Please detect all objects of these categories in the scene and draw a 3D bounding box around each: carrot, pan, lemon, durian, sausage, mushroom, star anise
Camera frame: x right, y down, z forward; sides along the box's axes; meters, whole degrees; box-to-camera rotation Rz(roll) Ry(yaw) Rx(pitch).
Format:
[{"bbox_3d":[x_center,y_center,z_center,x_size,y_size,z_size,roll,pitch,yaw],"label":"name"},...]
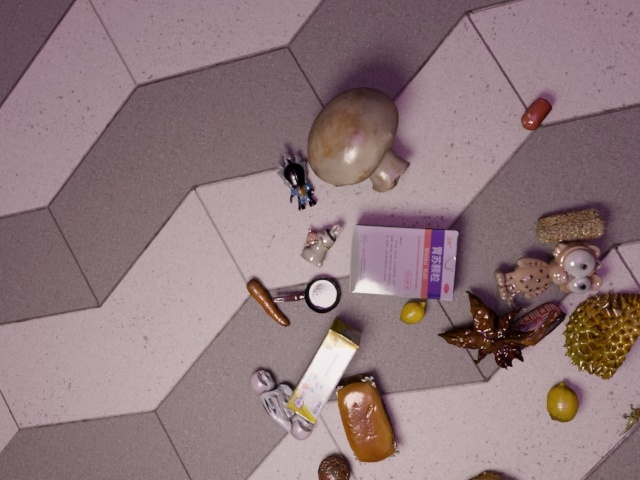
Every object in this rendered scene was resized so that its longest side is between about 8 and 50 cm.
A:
[{"bbox_3d":[-0.166,0.201,1.393,0.047,0.047,0.191,-41,85,7],"label":"carrot"},{"bbox_3d":[-0.043,0.176,1.372,0.212,0.040,0.114,-7,90,2],"label":"pan"},{"bbox_3d":[0.276,0.213,1.309,0.092,0.065,0.065,-40,84,10],"label":"lemon"},{"bbox_3d":[0.774,0.246,1.209,0.187,0.154,0.260,14,85,34],"label":"durian"},{"bbox_3d":[0.678,0.453,1.235,0.082,0.082,0.110,12,87,9],"label":"lemon"},{"bbox_3d":[0.610,-0.358,1.253,0.054,0.059,0.094,38,95,7],"label":"sausage"},{"bbox_3d":[0.117,-0.272,1.262,0.290,0.297,0.297,32,96,-29],"label":"mushroom"},{"bbox_3d":[0.493,0.240,1.203,0.346,0.148,0.237,-23,77,48],"label":"star anise"}]

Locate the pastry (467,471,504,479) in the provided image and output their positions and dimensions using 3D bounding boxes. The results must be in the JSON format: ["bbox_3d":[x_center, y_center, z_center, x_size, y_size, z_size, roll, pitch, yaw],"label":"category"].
[{"bbox_3d":[0.472,0.825,1.233,0.255,0.162,0.310,34,94,10],"label":"pastry"}]

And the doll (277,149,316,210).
[{"bbox_3d":[-0.076,-0.190,1.364,0.096,0.070,0.195,-23,94,-7],"label":"doll"}]

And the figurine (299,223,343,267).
[{"bbox_3d":[-0.005,-0.001,1.345,0.098,0.081,0.146,29,95,8],"label":"figurine"}]

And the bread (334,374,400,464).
[{"bbox_3d":[0.133,0.531,1.315,0.136,0.107,0.241,-19,88,6],"label":"bread"}]

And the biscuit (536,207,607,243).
[{"bbox_3d":[0.696,-0.037,1.233,0.169,0.082,0.070,-10,132,11],"label":"biscuit"}]

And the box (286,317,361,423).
[{"bbox_3d":[0.014,0.378,1.305,0.097,0.168,0.265,29,93,5],"label":"box"}]

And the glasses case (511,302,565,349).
[{"bbox_3d":[0.603,0.250,1.262,0.194,0.049,0.073,-38,84,8],"label":"glasses case"}]

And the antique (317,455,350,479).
[{"bbox_3d":[0.041,0.705,1.334,0.104,0.104,0.104,0,90,9],"label":"antique"}]

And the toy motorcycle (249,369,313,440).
[{"bbox_3d":[-0.127,0.508,1.350,0.254,0.112,0.112,44,97,11],"label":"toy motorcycle"}]

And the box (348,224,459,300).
[{"bbox_3d":[0.239,0.060,1.293,0.300,0.106,0.200,4,93,11],"label":"box"}]

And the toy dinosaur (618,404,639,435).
[{"bbox_3d":[0.865,0.498,1.230,0.113,0.026,0.041,-46,100,-2],"label":"toy dinosaur"}]

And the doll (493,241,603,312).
[{"bbox_3d":[0.633,0.098,1.227,0.278,0.119,0.154,-23,101,15],"label":"doll"}]
